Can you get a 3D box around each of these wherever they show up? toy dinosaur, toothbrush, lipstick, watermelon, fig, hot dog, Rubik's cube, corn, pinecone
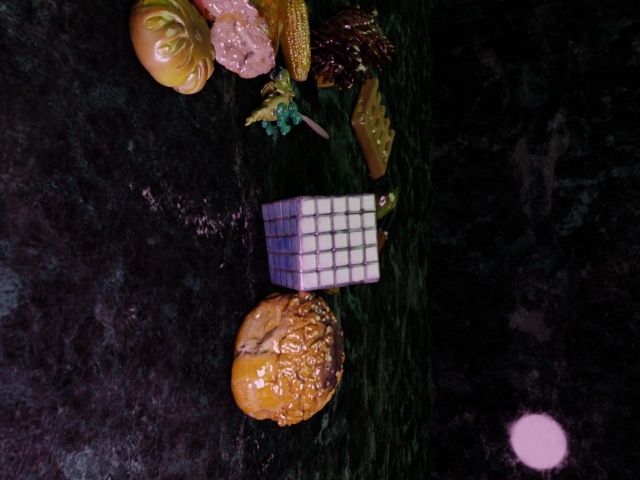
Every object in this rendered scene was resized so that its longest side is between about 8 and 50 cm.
[{"bbox_3d":[-0.131,-0.356,1.429,0.259,0.094,0.153,-61,141,-38],"label":"toy dinosaur"},{"bbox_3d":[-0.038,-0.394,1.711,0.307,0.025,0.030,21,60,-64],"label":"toothbrush"},{"bbox_3d":[0.240,0.007,2.218,0.418,0.077,0.077,-58,138,-52],"label":"lipstick"},{"bbox_3d":[0.039,-0.612,1.855,0.092,0.075,0.182,29,61,-58],"label":"watermelon"},{"bbox_3d":[0.273,-0.165,2.282,0.123,0.123,0.156,4,99,-66],"label":"fig"},{"bbox_3d":[-0.195,-0.630,1.201,0.367,0.196,0.366,64,31,-54],"label":"hot dog"},{"bbox_3d":[0.000,0.000,1.382,0.238,0.237,0.237,-7,93,-26],"label":"Rubik's cube"},{"bbox_3d":[-0.076,-0.615,1.568,0.097,0.097,0.262,-31,116,-63],"label":"corn"},{"bbox_3d":[0.092,-0.632,1.721,0.298,0.295,0.242,56,-3,45],"label":"pinecone"}]

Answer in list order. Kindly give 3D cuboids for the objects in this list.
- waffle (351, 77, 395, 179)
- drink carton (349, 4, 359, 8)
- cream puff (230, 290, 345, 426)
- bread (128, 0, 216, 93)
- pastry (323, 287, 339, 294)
[{"bbox_3d":[0.233,-0.483,2.274,0.348,0.077,0.304,60,36,-45],"label":"waffle"},{"bbox_3d":[0.120,-0.824,2.073,0.096,0.070,0.223,53,41,-52],"label":"drink carton"},{"bbox_3d":[-0.064,0.292,1.308,0.343,0.231,0.327,-26,114,-64],"label":"cream puff"},{"bbox_3d":[-0.289,-0.409,1.057,0.213,0.104,0.214,-7,90,-66],"label":"bread"},{"bbox_3d":[0.035,0.132,1.761,0.109,0.057,0.097,-65,145,-45],"label":"pastry"}]
